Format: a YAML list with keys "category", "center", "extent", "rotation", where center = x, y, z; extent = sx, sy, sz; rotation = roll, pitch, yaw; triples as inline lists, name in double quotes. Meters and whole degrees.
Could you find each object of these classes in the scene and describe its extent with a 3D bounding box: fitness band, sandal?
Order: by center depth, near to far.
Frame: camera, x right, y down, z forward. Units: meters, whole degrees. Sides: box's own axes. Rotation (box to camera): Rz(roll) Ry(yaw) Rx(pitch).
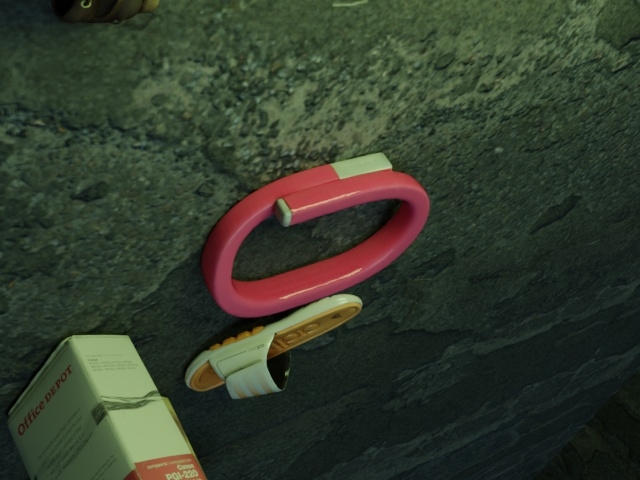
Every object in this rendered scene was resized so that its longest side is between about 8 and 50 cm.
- category: "fitness band"
  center: [0.000, 0.000, 0.942]
  extent: [0.291, 0.054, 0.209]
  rotation: [-16, 145, -26]
- category: "sandal"
  center: [-0.058, 0.155, 1.044]
  extent: [0.265, 0.076, 0.102]
  rotation: [-27, 153, 10]

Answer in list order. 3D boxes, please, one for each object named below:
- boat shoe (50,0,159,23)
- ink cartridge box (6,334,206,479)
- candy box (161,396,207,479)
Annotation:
- category: "boat shoe"
  center: [-0.133, -0.222, 0.487]
  extent: [0.073, 0.073, 0.207]
  rotation: [-18, 145, -29]
- category: "ink cartridge box"
  center: [-0.241, 0.234, 0.875]
  extent: [0.158, 0.218, 0.092]
  rotation: [-48, 152, 22]
- category: "candy box"
  center: [-0.298, 0.369, 1.040]
  extent: [0.316, 0.183, 0.087]
  rotation: [-42, 149, 12]
